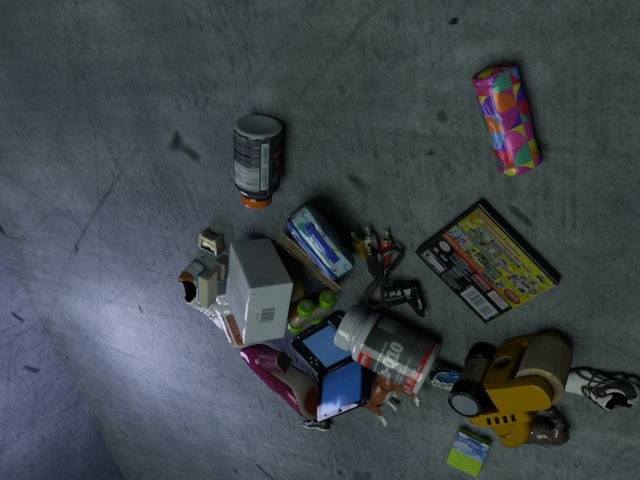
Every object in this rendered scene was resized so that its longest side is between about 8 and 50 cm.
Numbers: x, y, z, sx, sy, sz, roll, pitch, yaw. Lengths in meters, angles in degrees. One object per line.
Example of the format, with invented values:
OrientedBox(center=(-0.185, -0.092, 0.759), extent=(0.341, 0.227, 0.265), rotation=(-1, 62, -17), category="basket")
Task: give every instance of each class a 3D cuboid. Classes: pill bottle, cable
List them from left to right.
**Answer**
OrientedBox(center=(-0.292, 0.251, 2.095), extent=(0.121, 0.121, 0.216), rotation=(3, 123, 32), category="pill bottle")
OrientedBox(center=(-0.173, -0.208, 1.673), extent=(0.130, 0.130, 0.246), rotation=(22, 132, 19), category="pill bottle")
OrientedBox(center=(0.171, 0.082, 1.727), extent=(0.139, 0.072, 0.287), rotation=(-1, 135, 15), category="cable")
OrientedBox(center=(0.191, 0.311, 1.783), extent=(0.283, 0.161, 0.161), rotation=(26, 133, 15), category="pill bottle")

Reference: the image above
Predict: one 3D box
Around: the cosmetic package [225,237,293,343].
OrientedBox(center=(-0.192, 0.150, 1.861), extent=(0.225, 0.138, 0.224), rotation=(-123, 34, -45), category="cosmetic package")

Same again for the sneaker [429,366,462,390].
OrientedBox(center=(0.414, 0.419, 1.794), extent=(0.190, 0.072, 0.083), rotation=(16, 165, 13), category="sneaker")

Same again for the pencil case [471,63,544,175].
OrientedBox(center=(0.395, -0.253, 1.285), extent=(0.104, 0.104, 0.236), rotation=(-6, 120, 37), category="pencil case")

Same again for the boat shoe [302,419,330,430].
OrientedBox(center=(-0.016, 0.683, 2.283), extent=(0.133, 0.048, 0.042), rotation=(-9, 88, 45), category="boat shoe")

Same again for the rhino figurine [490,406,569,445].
OrientedBox(center=(0.593, 0.539, 1.746), extent=(0.243, 0.073, 0.106), rotation=(-16, 108, 42), category="rhino figurine")

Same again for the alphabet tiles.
OrientedBox(center=(-0.036, 0.068, 1.795), extent=(0.237, 0.009, 0.198), rotation=(41, 168, 1), category="alphabet tiles")

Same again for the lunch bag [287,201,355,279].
OrientedBox(center=(0.000, 0.000, 1.673), extent=(0.090, 0.176, 0.219), rotation=(-38, 98, 6), category="lunch bag")

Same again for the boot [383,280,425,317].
OrientedBox(center=(0.234, 0.170, 1.713), extent=(0.099, 0.045, 0.121), rotation=(-14, 113, 16), category="boot")

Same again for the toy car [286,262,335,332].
OrientedBox(center=(-0.064, 0.165, 1.899), extent=(0.188, 0.148, 0.155), rotation=(59, 150, 19), category="toy car")

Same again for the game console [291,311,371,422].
OrientedBox(center=(0.026, 0.409, 1.962), extent=(0.250, 0.173, 0.293), rotation=(47, 134, -5), category="game console")

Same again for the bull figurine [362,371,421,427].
OrientedBox(center=(0.190, 0.488, 1.962), extent=(0.188, 0.101, 0.310), rotation=(40, 137, -3), category="bull figurine")

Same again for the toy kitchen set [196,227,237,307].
OrientedBox(center=(-0.367, 0.083, 1.962), extent=(0.166, 0.207, 0.122), rotation=(24, 131, 18), category="toy kitchen set")

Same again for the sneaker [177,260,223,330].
OrientedBox(center=(-0.415, 0.223, 2.159), extent=(0.105, 0.123, 0.290), rotation=(-14, 114, 38), category="sneaker")

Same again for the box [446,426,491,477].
OrientedBox(center=(0.473, 0.670, 1.941), extent=(0.109, 0.042, 0.178), rotation=(21, 131, 19), category="box")

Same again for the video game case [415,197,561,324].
OrientedBox(center=(0.415, 0.061, 1.541), extent=(0.275, 0.035, 0.248), rotation=(45, 135, -1), category="video game case")

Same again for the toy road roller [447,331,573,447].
OrientedBox(center=(0.522, 0.403, 1.601), extent=(0.329, 0.202, 0.241), rotation=(-25, 106, 43), category="toy road roller")

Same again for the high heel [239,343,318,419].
OrientedBox(center=(-0.133, 0.496, 2.156), extent=(0.181, 0.127, 0.377), rotation=(2, 131, 37), category="high heel")

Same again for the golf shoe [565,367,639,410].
OrientedBox(center=(0.699, 0.379, 1.542), extent=(0.198, 0.094, 0.077), rotation=(-8, 118, 39), category="golf shoe")
